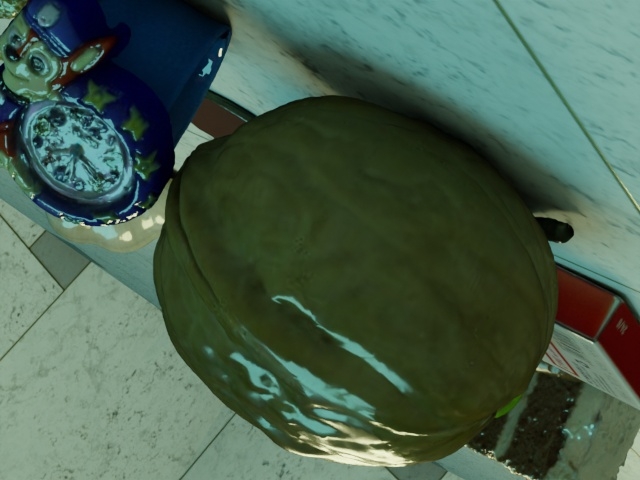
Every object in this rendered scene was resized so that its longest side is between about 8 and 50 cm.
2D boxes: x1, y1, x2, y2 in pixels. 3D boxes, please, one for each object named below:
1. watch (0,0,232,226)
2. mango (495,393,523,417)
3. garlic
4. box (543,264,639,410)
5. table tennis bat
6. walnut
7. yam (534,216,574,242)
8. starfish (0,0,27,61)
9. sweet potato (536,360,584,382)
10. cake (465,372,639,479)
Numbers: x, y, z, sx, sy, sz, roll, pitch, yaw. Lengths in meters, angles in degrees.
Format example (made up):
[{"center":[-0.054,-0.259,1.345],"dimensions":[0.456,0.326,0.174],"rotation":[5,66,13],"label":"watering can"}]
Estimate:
[{"center":[-0.159,-0.124,1.443],"dimensions":[0.171,0.200,0.196],"rotation":[39,126,-2],"label":"watch"},{"center":[0.068,0.049,1.675],"dimensions":[0.293,0.143,0.175],"rotation":[41,-177,7],"label":"mango"},{"center":[-0.276,-0.056,2.359],"dimensions":[0.229,0.142,0.178],"rotation":[20,168,12],"label":"garlic"},{"center":[0.238,0.084,1.681],"dimensions":[0.123,0.050,0.229],"rotation":[28,172,30],"label":"box"},{"center":[-0.083,-0.101,1.846],"dimensions":[0.138,0.022,0.246],"rotation":[32,169,1],"label":"table tennis bat"},{"center":[0.021,0.030,1.415],"dimensions":[0.313,0.252,0.277],"rotation":[36,160,2],"label":"walnut"},{"center":[0.146,-0.013,1.511],"dimensions":[0.027,0.029,0.234],"rotation":[-8,-172,-22],"label":"yam"},{"center":[-0.385,-0.250,1.672],"dimensions":[0.358,0.078,0.347],"rotation":[14,153,17],"label":"starfish"},{"center":[0.183,0.092,1.888],"dimensions":[0.265,0.057,0.057],"rotation":[30,171,16],"label":"sweet potato"},{"center":[0.252,0.195,1.957],"dimensions":[0.147,0.135,0.134],"rotation":[22,178,34],"label":"cake"}]
